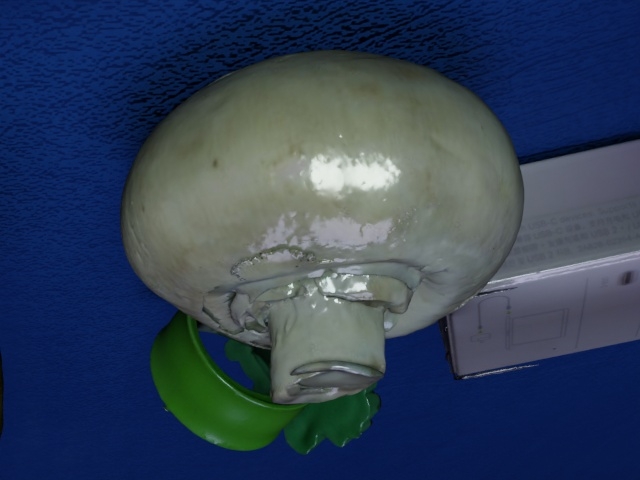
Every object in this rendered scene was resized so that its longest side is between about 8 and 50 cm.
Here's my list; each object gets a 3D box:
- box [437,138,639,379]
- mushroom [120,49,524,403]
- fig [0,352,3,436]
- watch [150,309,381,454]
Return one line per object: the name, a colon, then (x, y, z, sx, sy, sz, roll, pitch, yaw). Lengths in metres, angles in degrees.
box: (0.212, 0.015, 0.953, 0.251, 0.106, 0.203, -12, 154, 4)
mushroom: (0.000, 0.000, 0.729, 0.246, 0.202, 0.246, 1, 156, 0)
fig: (-0.355, 0.101, 0.685, 0.343, 0.343, 0.343, -9, 155, -4)
watch: (-0.047, 0.106, 0.974, 0.152, 0.165, 0.131, -9, 151, -50)
